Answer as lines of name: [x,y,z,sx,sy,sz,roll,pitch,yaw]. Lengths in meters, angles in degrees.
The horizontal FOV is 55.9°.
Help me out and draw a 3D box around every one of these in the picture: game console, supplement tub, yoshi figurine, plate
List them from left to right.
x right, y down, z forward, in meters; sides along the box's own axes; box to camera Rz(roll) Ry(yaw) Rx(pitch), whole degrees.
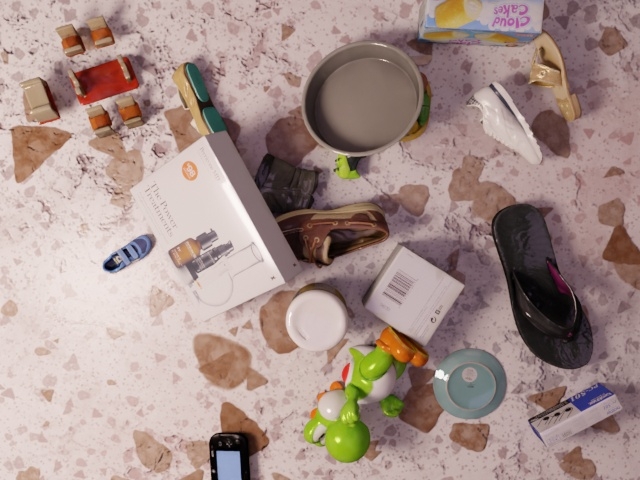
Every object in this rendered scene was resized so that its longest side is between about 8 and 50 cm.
game console: [-0.245,0.676,1.570,0.213,0.044,0.361,-3,93,1]
supplement tub: [-0.006,0.178,1.455,0.144,0.199,0.144,0,93,1]
yoshi figurine: [0.118,0.398,1.475,0.203,0.203,0.362,40,96,-8]
plate: [0.384,0.371,1.548,0.188,0.024,0.188,0,94,2]

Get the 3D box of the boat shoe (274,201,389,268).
boat shoe: [0.000,0.000,1.465,0.342,0.123,0.123,-10,126,-2]

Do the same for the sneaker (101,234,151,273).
sneaker: [-0.490,0.039,1.526,0.144,0.059,0.053,-37,90,2]

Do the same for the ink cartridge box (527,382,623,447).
ink cartridge box: [0.634,0.436,1.510,0.207,0.097,0.046,-29,92,3]

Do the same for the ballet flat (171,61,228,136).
ballet flat: [-0.300,-0.326,1.503,0.073,0.080,0.232,-22,91,30]

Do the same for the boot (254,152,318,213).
boot: [-0.107,-0.083,1.504,0.161,0.083,0.246,23,96,-7]

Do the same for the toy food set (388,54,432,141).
toy food set: [0.212,-0.356,1.481,0.128,0.071,0.217,4,93,1]

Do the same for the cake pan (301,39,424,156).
cake pan: [0.101,-0.331,1.438,0.293,0.054,0.293,-3,77,15]

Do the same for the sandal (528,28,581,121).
sandal: [0.548,-0.389,1.465,0.079,0.088,0.240,-28,98,-3]

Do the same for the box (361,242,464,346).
box: [0.223,0.130,1.488,0.182,0.119,0.181,32,94,-2]

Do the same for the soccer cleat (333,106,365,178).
soccer cleat: [0.079,-0.241,1.504,0.072,0.060,0.178,6,93,-19]

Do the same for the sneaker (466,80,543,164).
sneaker: [0.458,-0.274,1.484,0.095,0.090,0.235,-35,89,16]

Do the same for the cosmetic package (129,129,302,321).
cosmetic package: [-0.253,-0.027,1.440,0.284,0.097,0.377,-28,93,30]

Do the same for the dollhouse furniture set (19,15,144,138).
dollhouse furniture set: [-0.585,-0.376,1.488,0.259,0.135,0.262,-20,93,-9]

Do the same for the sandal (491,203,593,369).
sandal: [0.544,0.125,1.487,0.168,0.107,0.445,-24,93,3]

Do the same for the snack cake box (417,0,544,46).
snack cake box: [0.371,-0.522,1.428,0.265,0.152,0.089,3,94,1]
